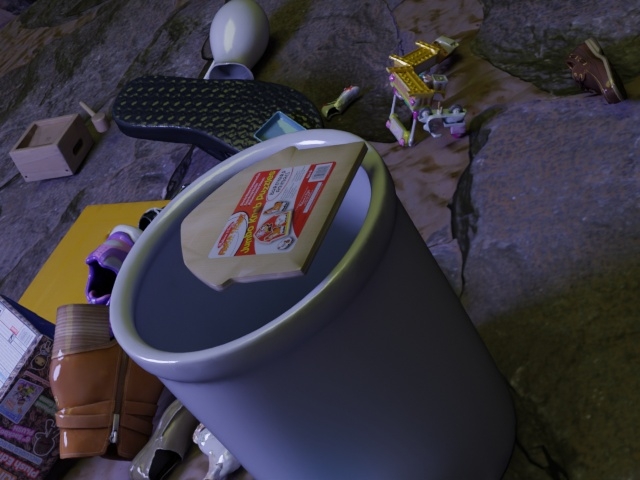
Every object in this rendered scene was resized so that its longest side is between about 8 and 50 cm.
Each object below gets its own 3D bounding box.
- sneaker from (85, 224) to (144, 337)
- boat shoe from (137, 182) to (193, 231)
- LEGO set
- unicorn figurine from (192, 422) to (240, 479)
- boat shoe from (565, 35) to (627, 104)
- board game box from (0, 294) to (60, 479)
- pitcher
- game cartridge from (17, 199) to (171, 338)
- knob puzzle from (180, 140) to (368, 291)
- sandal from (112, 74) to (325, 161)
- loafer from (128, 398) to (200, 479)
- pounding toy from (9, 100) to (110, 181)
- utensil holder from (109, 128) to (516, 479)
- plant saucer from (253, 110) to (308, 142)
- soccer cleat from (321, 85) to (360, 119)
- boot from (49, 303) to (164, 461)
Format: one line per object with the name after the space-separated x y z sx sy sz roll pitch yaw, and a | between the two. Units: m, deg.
-0.312 0.100 1.636 0.095 0.237 0.104 7 22 27 | sneaker
-0.258 -0.022 1.762 0.084 0.079 0.233 -15 35 38 | boat shoe
0.169 -0.247 1.799 0.132 0.107 0.287 6 36 -2 | LEGO set
-0.128 0.279 1.427 0.111 0.060 0.162 -43 19 -10 | unicorn figurine
0.410 -0.244 1.593 0.060 0.064 0.178 -30 28 16 | boat shoe
-0.491 0.257 1.621 0.232 0.141 0.291 25 80 52 | board game box
-0.193 -0.400 2.256 0.177 0.125 0.207 -26 43 41 | pitcher
-0.405 0.061 1.932 0.285 0.053 0.324 -1 49 39 | game cartridge
-0.058 -0.019 1.056 0.213 0.030 0.213 -22 37 18 | knob puzzle
-0.176 -0.214 1.966 0.445 0.107 0.168 15 62 27 | sandal
-0.206 0.283 1.485 0.050 0.056 0.148 18 70 49 | loafer
-0.548 -0.223 2.362 0.206 0.094 0.181 -7 37 22 | pounding toy
0.010 0.126 1.192 0.327 0.385 0.328 -23 35 17 | utensil holder
-0.024 -0.149 1.811 0.192 0.018 0.067 37 73 24 | plant saucer
0.039 -0.251 1.945 0.083 0.029 0.036 -31 43 12 | soccer cleat
-0.251 0.208 1.540 0.109 0.283 0.220 -24 66 51 | boot
